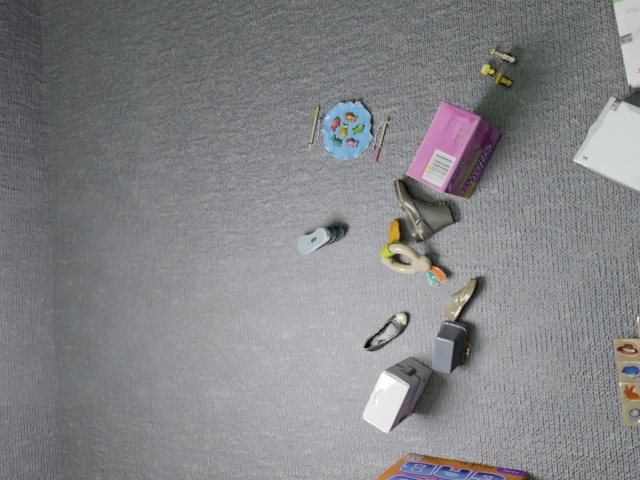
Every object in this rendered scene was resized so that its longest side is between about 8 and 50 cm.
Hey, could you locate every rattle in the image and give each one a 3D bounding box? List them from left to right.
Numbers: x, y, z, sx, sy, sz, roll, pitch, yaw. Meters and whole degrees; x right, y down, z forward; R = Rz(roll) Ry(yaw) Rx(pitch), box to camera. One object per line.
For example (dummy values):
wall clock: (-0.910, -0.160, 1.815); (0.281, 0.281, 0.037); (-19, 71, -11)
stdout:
rattle: (0.290, 0.038, 1.822); (0.200, 0.142, 0.130); (15, 129, 13)

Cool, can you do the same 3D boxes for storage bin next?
storage bin: (0.367, 0.311, 1.723); (0.098, 0.091, 0.135); (13, 113, 28)

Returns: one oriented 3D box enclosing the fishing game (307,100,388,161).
fishing game: (0.082, -0.352, 1.936); (0.264, 0.041, 0.189); (21, 102, 27)

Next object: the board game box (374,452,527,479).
board game box: (0.336, 0.813, 1.602); (0.356, 0.357, 0.356); (-1, 88, 29)

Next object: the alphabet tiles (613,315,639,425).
alphabet tiles: (0.883, 0.346, 1.476); (0.285, 0.011, 0.342); (-7, 95, 29)

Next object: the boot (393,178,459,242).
boot: (0.310, -0.110, 1.798); (0.137, 0.077, 0.197); (-25, 85, 18)

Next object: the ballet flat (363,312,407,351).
ballet flat: (0.201, 0.285, 1.857); (0.173, 0.049, 0.057); (-47, 70, 20)

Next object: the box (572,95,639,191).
box: (0.763, -0.233, 1.513); (0.182, 0.119, 0.181); (34, 106, 25)

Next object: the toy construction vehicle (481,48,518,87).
toy construction vehicle: (0.509, -0.485, 1.708); (0.098, 0.035, 0.085); (33, 116, 28)

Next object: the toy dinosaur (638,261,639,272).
toy dinosaur: (0.850, 0.140, 1.511); (0.183, 0.053, 0.092); (38, 93, 24)

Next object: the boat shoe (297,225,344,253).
boat shoe: (0.000, 0.000, 1.968); (0.183, 0.083, 0.065); (-25, 76, 54)

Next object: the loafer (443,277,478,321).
loafer: (0.401, 0.165, 1.744); (0.050, 0.056, 0.148); (33, 105, 19)

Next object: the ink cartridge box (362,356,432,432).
ink cartridge box: (0.224, 0.438, 1.746); (0.092, 0.218, 0.158); (27, 103, 26)

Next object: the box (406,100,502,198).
box: (0.370, -0.238, 1.658); (0.117, 0.243, 0.213); (31, 103, 25)

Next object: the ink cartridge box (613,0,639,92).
ink cartridge box: (0.836, -0.521, 1.477); (0.198, 0.115, 0.272); (-10, 85, 29)
